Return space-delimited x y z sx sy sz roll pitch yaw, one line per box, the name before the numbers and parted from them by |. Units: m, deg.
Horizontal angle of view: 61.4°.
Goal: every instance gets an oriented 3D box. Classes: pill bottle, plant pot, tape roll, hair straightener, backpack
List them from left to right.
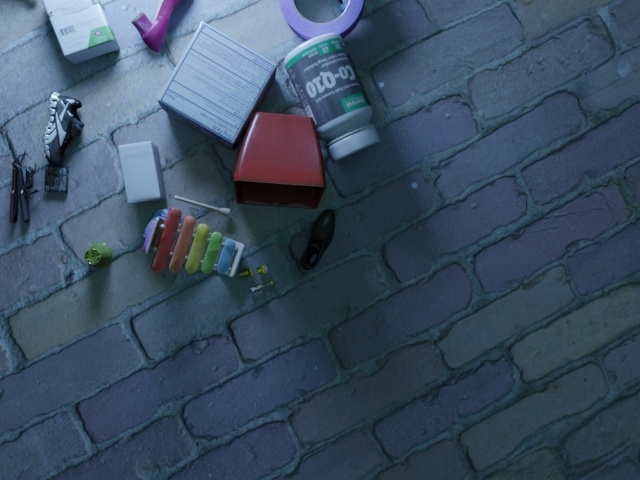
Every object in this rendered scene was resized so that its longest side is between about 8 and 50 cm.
hair straightener | -0.928 -0.169 1.704 0.088 0.047 0.231 2 87 -6
plant pot | -0.712 0.049 1.709 0.083 0.079 0.084 0 92 -5
backpack | -0.502 -0.045 1.726 0.104 0.084 0.115 25 85 -9
plant pot | -0.126 -0.251 1.686 0.267 0.267 0.236 3 79 -6
tape roll | 0.005 -0.781 1.728 0.274 0.090 0.275 1 100 5
pill bottle | 0.044 -0.445 1.712 0.204 0.204 0.361 -25 94 -5

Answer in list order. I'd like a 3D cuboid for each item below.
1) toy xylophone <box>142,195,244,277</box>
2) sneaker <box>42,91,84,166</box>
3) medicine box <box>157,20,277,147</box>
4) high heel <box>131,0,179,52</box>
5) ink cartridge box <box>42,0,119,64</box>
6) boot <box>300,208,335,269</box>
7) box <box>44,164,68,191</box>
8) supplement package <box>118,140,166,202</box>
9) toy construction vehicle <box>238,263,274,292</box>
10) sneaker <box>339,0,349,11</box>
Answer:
toy xylophone | -0.394 -0.008 1.693 0.322 0.081 0.237 9 95 -33
sneaker | -0.799 -0.345 1.689 0.106 0.078 0.235 5 88 -4
medicine box | -0.319 -0.479 1.701 0.263 0.149 0.290 29 89 -6
high heel | -0.479 -0.720 1.727 0.244 0.082 0.117 -48 124 -15
ink cartridge box | -0.749 -0.689 1.678 0.160 0.092 0.220 -20 93 -5
boot | 0.000 0.000 1.767 0.082 0.106 0.219 22 90 -6
box | -0.841 -0.198 1.719 0.067 0.018 0.084 1 91 -6
supplement package | -0.562 -0.212 1.705 0.105 0.105 0.180 -10 92 -6
toy construction vehicle | -0.213 0.126 1.789 0.098 0.035 0.086 -21 83 -8
sneaker | 0.074 -0.824 1.782 0.057 0.052 0.136 -11 92 -1
